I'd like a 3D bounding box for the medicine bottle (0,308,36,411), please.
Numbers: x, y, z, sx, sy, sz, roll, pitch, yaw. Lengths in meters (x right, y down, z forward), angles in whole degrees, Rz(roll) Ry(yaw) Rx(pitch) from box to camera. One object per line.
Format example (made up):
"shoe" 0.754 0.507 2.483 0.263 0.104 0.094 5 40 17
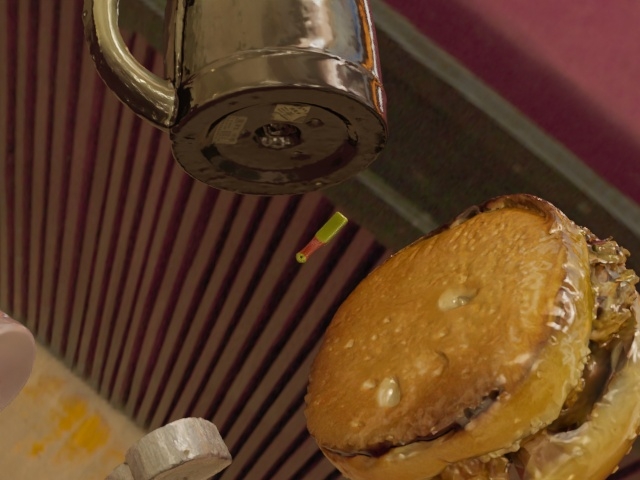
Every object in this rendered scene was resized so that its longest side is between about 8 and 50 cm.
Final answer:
"medicine bottle" -0.454 0.095 1.281 0.249 0.133 0.133 30 59 26

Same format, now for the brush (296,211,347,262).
"brush" 0.000 0.000 1.376 0.019 0.021 0.083 39 69 13

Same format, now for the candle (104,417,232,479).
"candle" -0.195 0.300 1.510 0.168 0.192 0.068 -13 66 -41

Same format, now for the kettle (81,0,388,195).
"kettle" -0.093 -0.242 1.211 0.321 0.228 0.324 1 64 -11

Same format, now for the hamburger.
"hamburger" 0.090 0.065 0.599 0.118 0.182 0.191 45 60 -28
